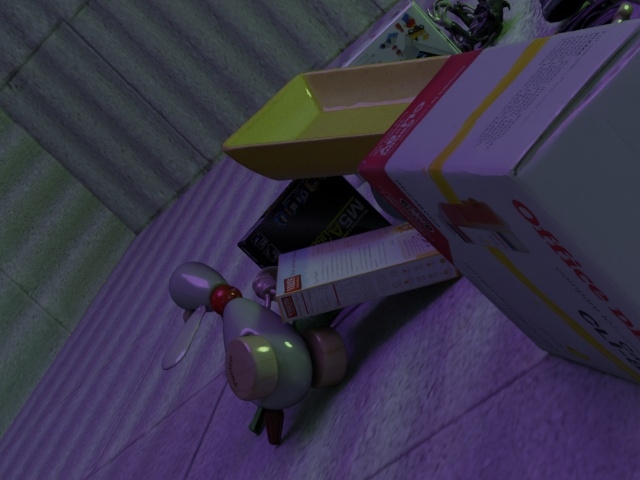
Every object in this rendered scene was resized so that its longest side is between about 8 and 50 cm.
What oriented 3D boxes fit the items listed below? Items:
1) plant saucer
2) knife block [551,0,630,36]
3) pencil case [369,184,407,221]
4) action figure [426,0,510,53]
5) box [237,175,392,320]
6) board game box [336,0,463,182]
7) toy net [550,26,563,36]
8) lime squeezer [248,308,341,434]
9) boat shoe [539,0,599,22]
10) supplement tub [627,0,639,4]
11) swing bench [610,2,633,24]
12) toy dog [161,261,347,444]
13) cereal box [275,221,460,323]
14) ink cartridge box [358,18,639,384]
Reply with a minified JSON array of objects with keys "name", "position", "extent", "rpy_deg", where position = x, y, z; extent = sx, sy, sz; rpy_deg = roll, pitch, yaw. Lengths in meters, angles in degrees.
[{"name":"plant saucer","position":[0.066,-0.178,1.883],"extent":[0.333,0.081,0.333],"rpy_deg":[-3,25,23]},{"name":"knife block","position":[0.328,-0.217,1.775],"extent":[0.275,0.088,0.242],"rpy_deg":[-50,13,-19]},{"name":"pencil case","position":[0.164,-0.137,1.994],"extent":[0.273,0.124,0.113],"rpy_deg":[-62,-9,-55]},{"name":"action figure","position":[0.267,-0.420,2.501],"extent":[0.276,0.141,0.164],"rpy_deg":[-44,1,12]},{"name":"box","position":[0.000,0.000,1.919],"extent":[0.190,0.184,0.045],"rpy_deg":[-49,10,-19]},{"name":"board game box","position":[0.125,-0.280,2.379],"extent":[0.305,0.193,0.053],"rpy_deg":[-42,14,14]},{"name":"toy net","position":[0.365,-0.312,2.056],"extent":[0.122,0.045,0.232],"rpy_deg":[-50,13,-19]},{"name":"lime squeezer","position":[-0.023,0.142,1.837],"extent":[0.310,0.059,0.110],"rpy_deg":[-48,13,-15]},{"name":"boat shoe","position":[0.464,-0.424,2.057],"extent":[0.319,0.116,0.099],"rpy_deg":[-2,88,62]},{"name":"supplement tub","position":[0.489,-0.500,1.757],"extent":[0.228,0.228,0.316],"rpy_deg":[-33,26,44]},{"name":"swing bench","position":[0.360,-0.153,1.306],"extent":[0.255,0.165,0.253],"rpy_deg":[-32,19,47]},{"name":"toy dog","position":[-0.102,0.157,1.725],"extent":[0.333,0.220,0.161],"rpy_deg":[-124,42,-66]},{"name":"cereal box","position":[0.060,0.034,1.699],"extent":[0.240,0.047,0.173],"rpy_deg":[-15,17,6]},{"name":"ink cartridge box","position":[0.223,-0.022,1.061],"extent":[0.160,0.279,0.385],"rpy_deg":[-48,13,-7]}]
